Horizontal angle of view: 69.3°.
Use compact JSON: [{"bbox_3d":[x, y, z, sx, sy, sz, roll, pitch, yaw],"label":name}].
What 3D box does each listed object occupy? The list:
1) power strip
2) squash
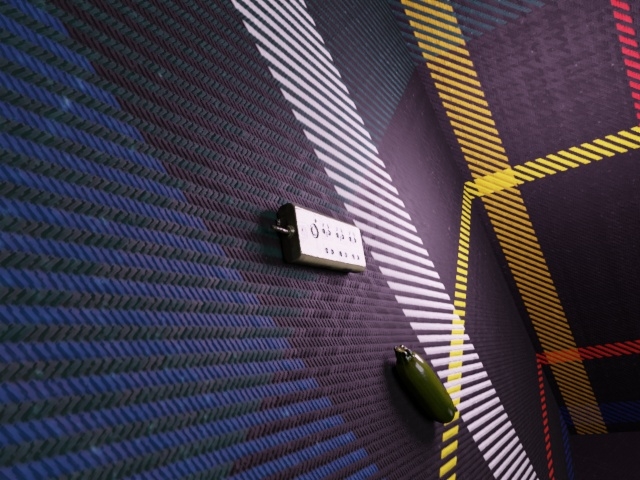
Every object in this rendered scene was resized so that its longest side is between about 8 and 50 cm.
[{"bbox_3d":[0.000,0.000,0.771,0.267,0.034,0.092,15,63,-57],"label":"power strip"},{"bbox_3d":[0.220,0.308,0.955,0.258,0.069,0.069,53,35,-30],"label":"squash"}]
